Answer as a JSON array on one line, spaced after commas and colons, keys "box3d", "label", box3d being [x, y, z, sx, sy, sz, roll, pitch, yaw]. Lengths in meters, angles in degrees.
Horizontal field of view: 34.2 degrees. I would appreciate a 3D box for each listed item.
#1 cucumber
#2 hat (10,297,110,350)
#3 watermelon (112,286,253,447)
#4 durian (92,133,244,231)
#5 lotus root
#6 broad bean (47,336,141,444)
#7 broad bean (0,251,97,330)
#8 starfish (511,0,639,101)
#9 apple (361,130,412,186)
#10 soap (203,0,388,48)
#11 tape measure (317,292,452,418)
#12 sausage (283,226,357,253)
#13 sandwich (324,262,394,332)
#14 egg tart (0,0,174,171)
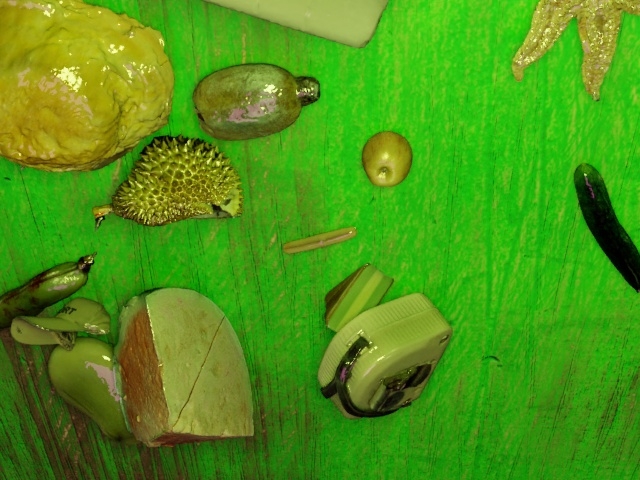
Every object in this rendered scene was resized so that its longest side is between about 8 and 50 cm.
[{"box3d": [0.466, -0.019, 1.678, 0.056, 0.056, 0.284, -19, 127, 23], "label": "cucumber"}, {"box3d": [-0.462, 0.136, 1.855, 0.147, 0.085, 0.175, -20, 156, 40], "label": "hat"}, {"box3d": [-0.289, 0.242, 1.896, 0.222, 0.292, 0.319, -11, 174, 25], "label": "watermelon"}, {"box3d": [-0.239, -0.091, 1.606, 0.237, 0.193, 0.138, -7, 93, -2], "label": "durian"}, {"box3d": [-0.093, -0.205, 1.522, 0.192, 0.088, 0.113, -7, 127, 12], "label": "lotus root"}, {"box3d": [-0.413, 0.291, 2.023, 0.189, 0.121, 0.263, -28, 124, 30], "label": "broad bean"}, {"box3d": [-0.523, 0.105, 1.884, 0.339, 0.061, 0.077, -27, 165, 29], "label": "broad bean"}, {"box3d": [0.377, -0.322, 1.378, 0.299, 0.060, 0.302, 14, 129, -17], "label": "starfish"}, {"box3d": [0.102, -0.123, 1.593, 0.084, 0.071, 0.084, 3, 135, 3], "label": "apple"}, {"box3d": [-0.088, -0.453, 1.191, 0.435, 0.213, 0.350, 17, 133, -12], "label": "soap"}, {"box3d": [0.101, 0.237, 1.847, 0.231, 0.133, 0.271, -19, 149, -31], "label": "tape measure"}, {"box3d": [0.000, 0.000, 1.759, 0.132, 0.024, 0.024, -13, 132, 20], "label": "sausage"}, {"box3d": [0.069, 0.108, 1.824, 0.074, 0.074, 0.116, 31, 130, -24], "label": "sandwich"}, {"box3d": [-0.402, -0.201, 1.515, 0.351, 0.153, 0.339, 22, 136, -15], "label": "egg tart"}]
